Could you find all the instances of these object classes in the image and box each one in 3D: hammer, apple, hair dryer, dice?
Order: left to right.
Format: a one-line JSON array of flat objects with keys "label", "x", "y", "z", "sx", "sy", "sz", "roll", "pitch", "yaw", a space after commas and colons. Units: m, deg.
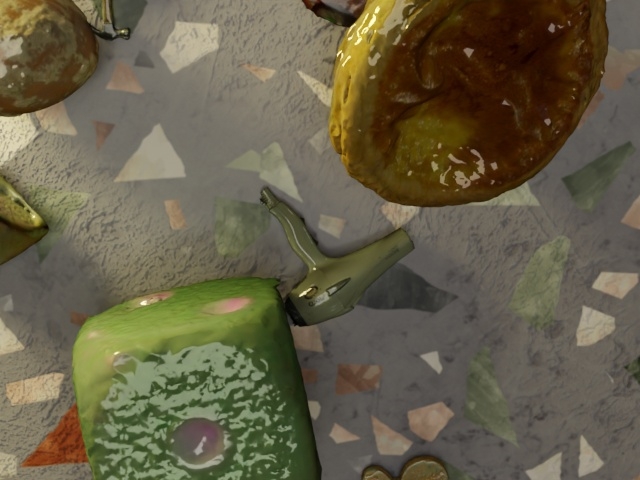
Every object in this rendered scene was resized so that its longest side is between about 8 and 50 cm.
[{"label": "apple", "x": -0.572, "y": -0.043, "z": 1.787, "sx": 0.193, "sy": 0.120, "sz": 0.265, "roll": -40, "pitch": 99, "yaw": 19}, {"label": "hammer", "x": -0.322, "y": -0.388, "z": 1.759, "sx": 0.062, "sy": 0.017, "sz": 0.182, "roll": -3, "pitch": 102, "yaw": -1}, {"label": "dice", "x": -0.181, "y": 0.246, "z": 1.761, "sx": 0.318, "sy": 0.330, "sz": 0.322, "roll": -12, "pitch": 103, "yaw": -3}, {"label": "hair dryer", "x": 0.033, "y": 0.006, "z": 1.849, "sx": 0.218, "sy": 0.088, "sz": 0.225, "roll": -13, "pitch": 89, "yaw": -6}]

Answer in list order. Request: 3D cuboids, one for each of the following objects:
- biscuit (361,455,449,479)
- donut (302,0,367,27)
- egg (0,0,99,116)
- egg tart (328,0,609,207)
[{"label": "biscuit", "x": 0.113, "y": 0.443, "z": 1.969, "sx": 0.234, "sy": 0.030, "sz": 0.153, "roll": -40, "pitch": 103, "yaw": 7}, {"label": "donut", "x": 0.062, "y": -0.418, "z": 1.723, "sx": 0.230, "sy": 0.096, "sz": 0.216, "roll": 2, "pitch": 106, "yaw": -2}, {"label": "egg", "x": -0.441, "y": -0.276, "z": 1.691, "sx": 0.245, "sy": 0.203, "sz": 0.203, "roll": 2, "pitch": 104, "yaw": -9}, {"label": "egg tart", "x": 0.200, "y": -0.253, "z": 1.682, "sx": 0.443, "sy": 0.178, "sz": 0.443, "roll": -14, "pitch": 129, "yaw": -17}]
